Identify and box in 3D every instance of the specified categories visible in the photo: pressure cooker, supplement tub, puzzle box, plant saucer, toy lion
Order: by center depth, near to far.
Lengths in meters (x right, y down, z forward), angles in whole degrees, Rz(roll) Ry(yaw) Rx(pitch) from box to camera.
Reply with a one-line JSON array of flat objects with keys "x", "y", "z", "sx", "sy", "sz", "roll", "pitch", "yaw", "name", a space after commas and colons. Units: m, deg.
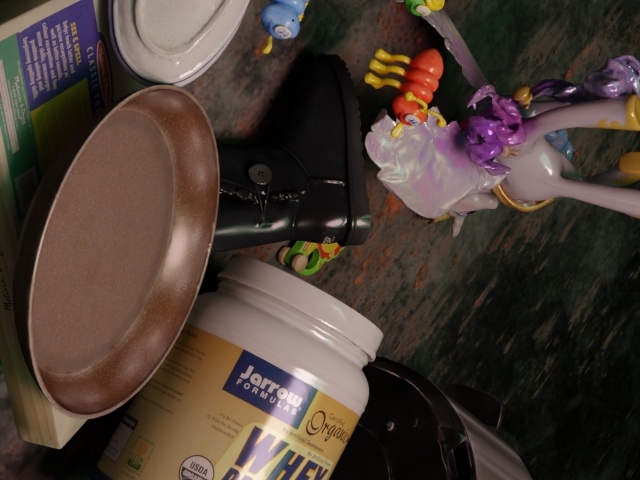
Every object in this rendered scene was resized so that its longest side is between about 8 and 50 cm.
[{"x": -0.186, "y": 0.007, "z": 1.023, "sx": 0.310, "sy": 0.050, "sz": 0.310, "roll": 15, "pitch": 90, "yaw": -71, "name": "plant saucer"}, {"x": -0.228, "y": -0.045, "z": 1.076, "sx": 0.272, "sy": 0.052, "sz": 0.408, "roll": -51, "pitch": 143, "yaw": -54, "name": "puzzle box"}, {"x": -0.087, "y": 0.196, "z": 1.220, "sx": 0.228, "sy": 0.228, "sz": 0.316, "roll": 39, "pitch": 75, "yaw": -48, "name": "supplement tub"}, {"x": 0.000, "y": 0.000, "z": 1.432, "sx": 0.096, "sy": 0.034, "sz": 0.100, "roll": 31, "pitch": 86, "yaw": -56, "name": "toy lion"}, {"x": 0.091, "y": 0.374, "z": 1.433, "sx": 0.370, "sy": 0.375, "sz": 0.420, "roll": -31, "pitch": 143, "yaw": 15, "name": "pressure cooker"}]

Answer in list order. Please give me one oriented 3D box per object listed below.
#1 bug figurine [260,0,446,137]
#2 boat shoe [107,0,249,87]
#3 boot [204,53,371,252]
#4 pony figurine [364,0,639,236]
[{"x": 0.051, "y": -0.241, "z": 1.137, "sx": 0.279, "sy": 0.072, "sz": 0.216, "roll": 27, "pitch": 75, "yaw": -38, "name": "bug figurine"}, {"x": -0.077, "y": -0.301, "z": 0.964, "sx": 0.136, "sy": 0.156, "sz": 0.367, "roll": 25, "pitch": 93, "yaw": -14, "name": "boat shoe"}, {"x": -0.061, "y": -0.103, "z": 1.252, "sx": 0.207, "sy": 0.094, "sz": 0.246, "roll": 0, "pitch": 69, "yaw": -20, "name": "boot"}, {"x": 0.230, "y": -0.125, "z": 1.385, "sx": 0.351, "sy": 0.364, "sz": 0.302, "roll": 53, "pitch": 45, "yaw": -40, "name": "pony figurine"}]
